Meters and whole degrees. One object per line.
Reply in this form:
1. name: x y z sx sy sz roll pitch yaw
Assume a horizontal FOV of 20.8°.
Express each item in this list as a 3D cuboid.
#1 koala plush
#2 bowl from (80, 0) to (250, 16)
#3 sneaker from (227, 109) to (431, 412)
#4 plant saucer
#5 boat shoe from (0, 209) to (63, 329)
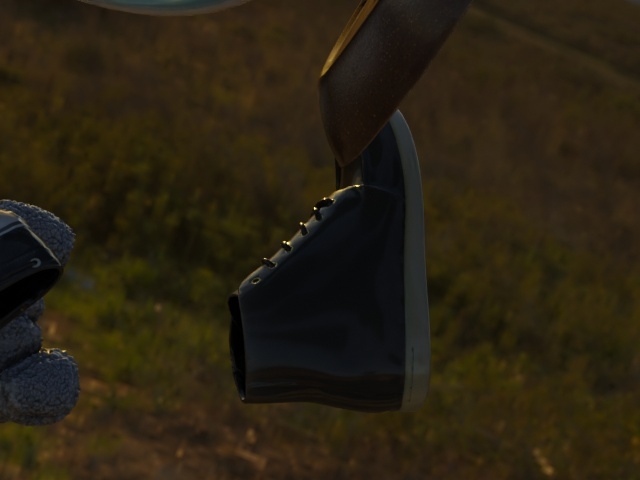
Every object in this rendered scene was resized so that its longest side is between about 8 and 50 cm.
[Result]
1. koala plush: -0.348 0.068 1.477 0.221 0.203 0.196 16 62 -51
2. bowl: -0.106 -0.277 0.869 0.311 0.311 0.163 25 60 7
3. sneaker: 0.000 0.000 1.083 0.118 0.083 0.222 1 57 -10
4. plant saucer: 0.051 -0.128 0.857 0.036 0.199 0.198 33 25 -7
5. boat shoe: -0.172 0.044 0.761 0.040 0.049 0.142 36 70 22
